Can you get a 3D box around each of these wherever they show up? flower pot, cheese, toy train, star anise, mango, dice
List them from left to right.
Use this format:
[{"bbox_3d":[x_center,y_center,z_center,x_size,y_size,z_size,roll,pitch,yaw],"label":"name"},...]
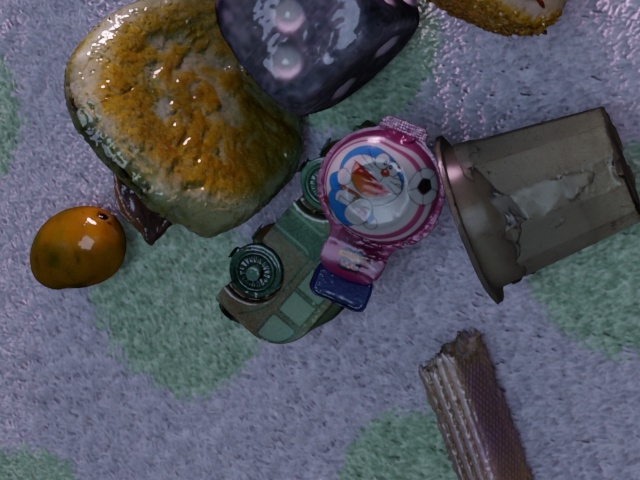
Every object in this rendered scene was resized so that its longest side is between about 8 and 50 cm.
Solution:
[{"bbox_3d":[-0.338,0.011,2.035,0.163,0.089,0.111,-7,99,31],"label":"mango"},{"bbox_3d":[-0.230,-0.129,1.935,0.214,0.099,0.220,47,144,43],"label":"star anise"},{"bbox_3d":[-0.003,-0.272,1.792,0.183,0.181,0.182,-42,83,25],"label":"dice"},{"bbox_3d":[0.000,0.000,1.878,0.159,0.129,0.326,42,112,3],"label":"toy train"},{"bbox_3d":[0.058,-0.030,1.754,0.155,0.062,0.244,24,110,5],"label":"cheese"},{"bbox_3d":[0.259,-0.053,1.727,0.203,0.212,0.212,-19,93,17],"label":"flower pot"}]

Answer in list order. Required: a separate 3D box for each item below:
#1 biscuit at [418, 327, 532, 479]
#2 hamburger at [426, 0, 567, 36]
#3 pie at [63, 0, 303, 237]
[{"bbox_3d":[0.196,0.236,1.853,0.062,0.108,0.239,-17,94,30],"label":"biscuit"},{"bbox_3d":[0.163,-0.340,1.659,0.276,0.294,0.179,34,96,0],"label":"hamburger"},{"bbox_3d":[-0.159,-0.166,1.846,0.070,0.323,0.323,-21,92,57],"label":"pie"}]
